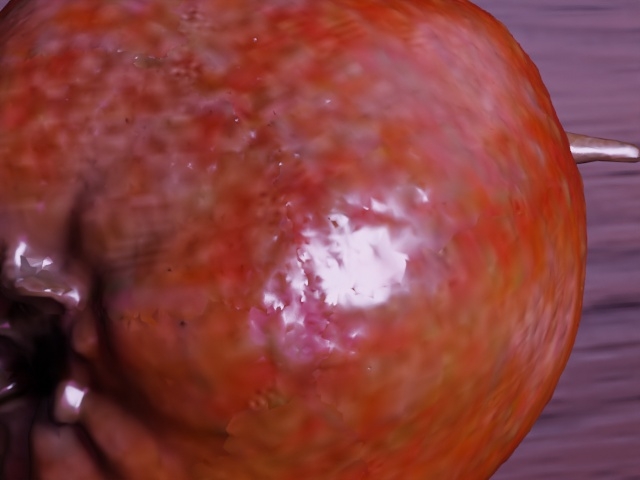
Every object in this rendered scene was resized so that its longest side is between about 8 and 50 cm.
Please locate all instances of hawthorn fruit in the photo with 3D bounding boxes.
[{"bbox_3d":[0.000,0.000,0.493,0.262,0.210,0.211,-19,97,-41],"label":"hawthorn fruit"}]
